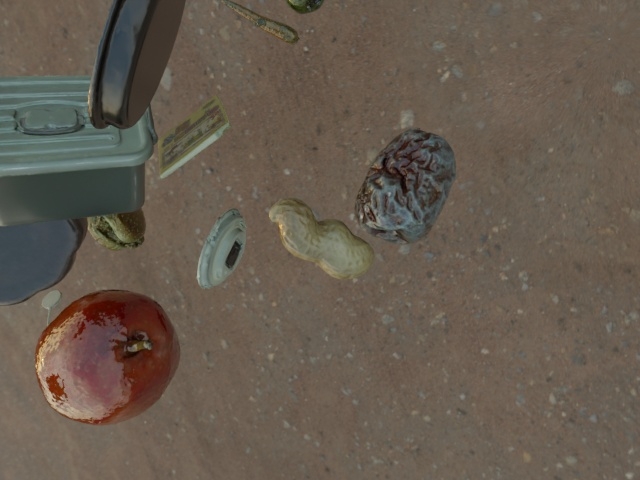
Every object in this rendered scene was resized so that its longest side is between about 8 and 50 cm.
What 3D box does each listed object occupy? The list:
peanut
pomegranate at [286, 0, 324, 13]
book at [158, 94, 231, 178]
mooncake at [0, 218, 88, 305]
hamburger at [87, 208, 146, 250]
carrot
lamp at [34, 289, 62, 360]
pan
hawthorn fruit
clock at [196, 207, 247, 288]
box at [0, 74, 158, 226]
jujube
[{"bbox_3d":[0.000,0.000,0.956,0.228,0.104,0.086,28,171,-18],"label":"peanut"},{"bbox_3d":[-0.048,-0.726,1.421,0.122,0.122,0.161,-14,90,33],"label":"pomegranate"},{"bbox_3d":[-0.259,-0.214,1.004,0.168,0.192,0.013,-36,126,5],"label":"book"},{"bbox_3d":[-0.617,-0.029,0.972,0.306,0.154,0.306,-7,117,-14],"label":"mooncake"},{"bbox_3d":[-0.627,-0.071,1.565,0.122,0.189,0.215,-21,137,11],"label":"hamburger"},{"bbox_3d":[-0.178,-0.651,1.472,0.255,0.049,0.049,25,123,-8],"label":"carrot"},{"bbox_3d":[-0.616,0.202,1.148,0.050,0.198,0.056,-23,140,6],"label":"lamp"},{"bbox_3d":[-0.109,-0.184,0.353,0.028,0.235,0.136,18,165,-16],"label":"pan"},{"bbox_3d":[-0.277,0.155,0.682,0.225,0.197,0.196,-26,95,48],"label":"hawthorn fruit"},{"bbox_3d":[-0.254,0.029,1.356,0.053,0.236,0.236,20,119,9],"label":"clock"},{"bbox_3d":[-0.345,-0.115,0.659,0.135,0.243,0.163,113,142,-52],"label":"box"},{"bbox_3d":[0.224,-0.140,1.299,0.226,0.317,0.226,23,160,9],"label":"jujube"}]
